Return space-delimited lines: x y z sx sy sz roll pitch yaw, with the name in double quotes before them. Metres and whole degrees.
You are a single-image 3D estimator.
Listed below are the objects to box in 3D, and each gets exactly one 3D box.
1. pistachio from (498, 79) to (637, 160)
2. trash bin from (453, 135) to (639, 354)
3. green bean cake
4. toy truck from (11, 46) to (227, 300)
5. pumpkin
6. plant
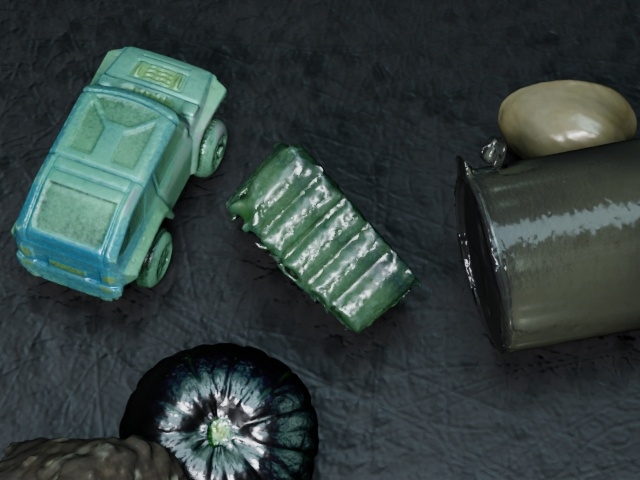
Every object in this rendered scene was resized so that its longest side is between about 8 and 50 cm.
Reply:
"pistachio" 0.268 -0.123 1.882 0.149 0.113 0.113 17 62 7
"trash bin" 0.304 0.000 1.761 0.301 0.203 0.252 -10 94 -5
"green bean cake" 0.000 0.000 1.800 0.208 0.193 0.107 45 87 -4
"toy truck" -0.209 -0.075 1.824 0.155 0.156 0.279 19 63 10
"pumpkin" -0.100 0.197 1.682 0.202 0.140 0.202 1 75 -5
"plant" -0.264 0.305 1.576 0.213 0.312 0.215 59 35 -14
